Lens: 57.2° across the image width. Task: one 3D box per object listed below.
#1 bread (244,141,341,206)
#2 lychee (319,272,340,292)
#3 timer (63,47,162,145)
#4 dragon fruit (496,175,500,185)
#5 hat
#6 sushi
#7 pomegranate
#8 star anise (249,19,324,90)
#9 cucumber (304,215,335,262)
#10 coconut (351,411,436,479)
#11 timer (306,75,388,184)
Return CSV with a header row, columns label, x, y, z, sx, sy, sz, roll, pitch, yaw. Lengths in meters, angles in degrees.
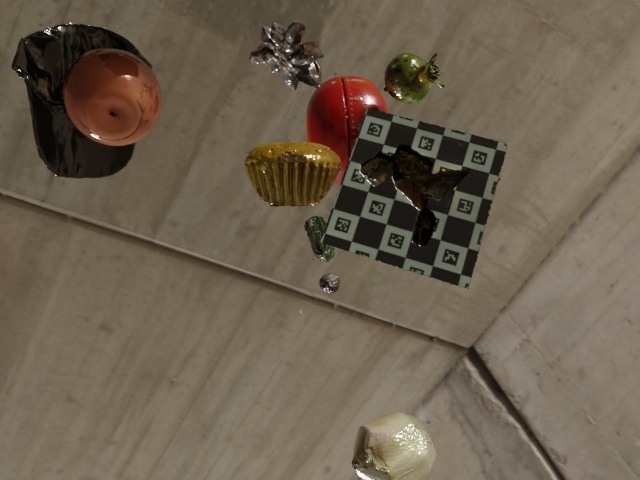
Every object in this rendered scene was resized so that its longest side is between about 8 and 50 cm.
label,x,y,z,sx,sy,sz,roll,pitch,yaw
bread,-0.064,-0.164,1.380,0.240,0.240,0.139,-151,-123,-64
lychee,0.030,0.140,1.914,0.068,0.067,0.083,-29,-168,43
timer,-0.504,-0.350,1.430,0.229,0.230,0.215,-56,-146,24
dragon fruit,0.443,-0.224,1.932,0.240,0.330,0.302,15,-62,60
hat,-0.672,-0.383,1.638,0.257,0.366,0.381,47,-50,42
sushi,0.217,-0.099,1.363,0.064,0.343,0.359,76,32,-74
pomegranate,0.279,-0.485,1.768,0.156,0.156,0.220,-65,-156,8
star anise,-0.083,-0.477,1.515,0.236,0.229,0.093,19,-121,25
cucumber,0.001,0.000,1.749,0.077,0.077,0.265,-59,-158,19
coconut,0.201,0.615,1.676,0.227,0.231,0.227,53,-25,40
timer,0.092,-0.380,2.049,0.378,0.279,0.377,174,-90,-90
